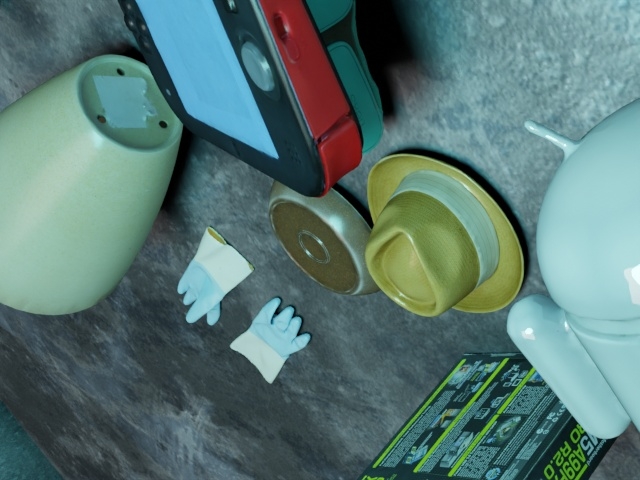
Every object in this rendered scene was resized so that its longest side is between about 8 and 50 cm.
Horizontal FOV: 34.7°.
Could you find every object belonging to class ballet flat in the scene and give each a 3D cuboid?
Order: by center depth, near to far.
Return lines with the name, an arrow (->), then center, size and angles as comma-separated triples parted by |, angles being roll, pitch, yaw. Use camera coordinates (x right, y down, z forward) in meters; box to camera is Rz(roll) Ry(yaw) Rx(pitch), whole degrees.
ballet flat -> -0.012, -0.182, 0.869 | 0.087, 0.083, 0.247 | 33, 149, 47

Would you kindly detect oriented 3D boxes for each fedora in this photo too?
fedora -> 0.099, 0.011, 0.964 | 0.194, 0.079, 0.194 | 31, 146, 23

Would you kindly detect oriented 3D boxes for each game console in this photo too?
game console -> -0.118, -0.217, 0.862 | 0.386, 0.060, 0.342 | 31, 153, 58

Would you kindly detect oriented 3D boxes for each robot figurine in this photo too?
robot figurine -> 0.275, 0.043, 0.664 | 0.300, 0.200, 0.353 | -28, 107, 30

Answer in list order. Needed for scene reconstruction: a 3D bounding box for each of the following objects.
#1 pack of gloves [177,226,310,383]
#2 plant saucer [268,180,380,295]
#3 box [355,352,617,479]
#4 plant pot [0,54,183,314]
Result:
pack of gloves -> -0.118, 0.106, 1.384 | 0.195, 0.046, 0.232 | 44, 150, 4
plant saucer -> 0.000, 0.000, 1.111 | 0.168, 0.029, 0.168 | 37, 153, 23
box -> 0.146, 0.213, 0.964 | 0.216, 0.270, 0.060 | -12, 117, 55
plant pot -> -0.279, -0.085, 1.185 | 0.256, 0.256, 0.274 | 47, 135, -3
